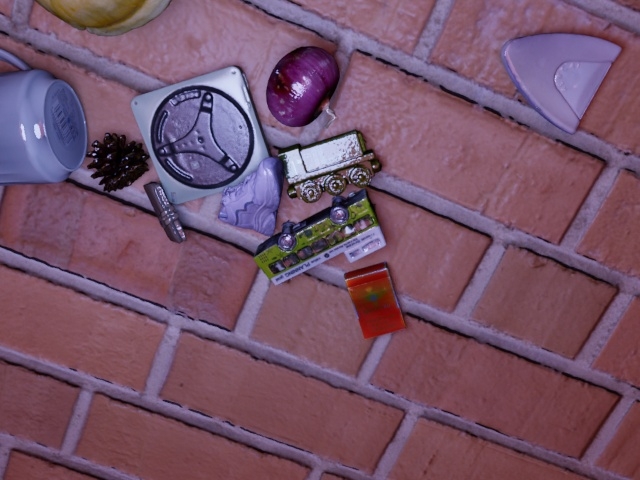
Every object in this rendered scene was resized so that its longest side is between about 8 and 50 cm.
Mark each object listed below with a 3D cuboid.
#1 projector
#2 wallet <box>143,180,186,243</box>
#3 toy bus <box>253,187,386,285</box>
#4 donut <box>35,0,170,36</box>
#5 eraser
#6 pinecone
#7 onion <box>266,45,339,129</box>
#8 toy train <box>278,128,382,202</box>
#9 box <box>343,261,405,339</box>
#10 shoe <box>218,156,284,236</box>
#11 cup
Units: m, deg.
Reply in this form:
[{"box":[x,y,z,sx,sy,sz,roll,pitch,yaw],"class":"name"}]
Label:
[{"box":[-0.262,-0.232,1.288,0.259,0.079,0.257,-16,108,7],"class":"projector"},{"box":[-0.363,-0.064,1.330,0.039,0.118,0.152,-27,105,-23],"class":"wallet"},{"box":[0.000,0.000,1.349,0.302,0.113,0.139,-26,106,11],"class":"toy bus"},{"box":[-0.424,-0.612,1.060,0.450,0.198,0.448,11,116,23],"class":"donut"},{"box":[0.501,-0.373,1.246,0.244,0.059,0.204,22,107,-10],"class":"eraser"},{"box":[-0.456,-0.179,1.282,0.140,0.140,0.120,-40,92,12],"class":"pinecone"},{"box":[-0.033,-0.323,1.207,0.154,0.177,0.177,12,108,-1],"class":"onion"},{"box":[0.021,-0.171,1.302,0.226,0.090,0.137,-17,103,6],"class":"toy train"},{"box":[0.135,0.150,1.424,0.113,0.048,0.175,-15,108,7],"class":"box"},{"box":[-0.156,-0.101,1.272,0.138,0.095,0.245,6,146,-9],"class":"shoe"},{"box":[-0.697,-0.272,1.221,0.327,0.237,0.322,-4,78,3],"class":"cup"}]
